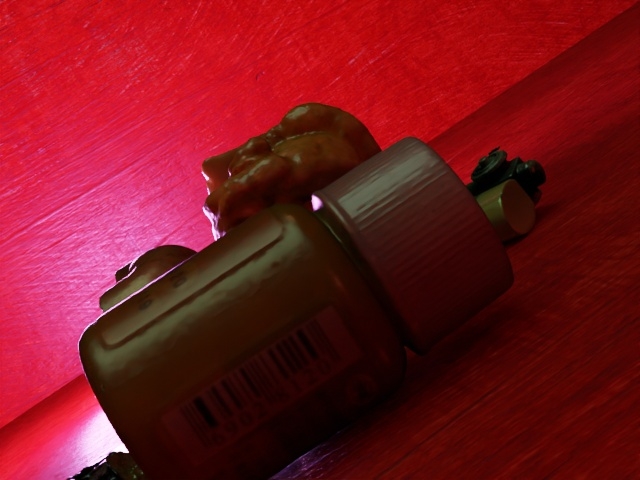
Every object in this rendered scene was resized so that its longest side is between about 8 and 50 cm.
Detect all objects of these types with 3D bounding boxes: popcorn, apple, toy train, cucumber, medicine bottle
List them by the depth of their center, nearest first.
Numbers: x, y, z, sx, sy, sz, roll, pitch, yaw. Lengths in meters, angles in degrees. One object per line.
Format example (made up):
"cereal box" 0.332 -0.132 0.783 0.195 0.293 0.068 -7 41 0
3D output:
"medicine bottle" -0.020 0.077 0.944 0.384 0.224 0.224 -34 6 -4
"cucumber" -0.335 0.346 1.159 0.303 0.072 0.081 -32 8 14
"toy train" 0.190 -0.021 1.311 0.253 0.105 0.157 -27 22 41
"apple" -0.184 0.126 1.386 0.163 0.251 0.293 -28 12 2
"popcorn" -0.041 -0.029 1.455 0.281 0.297 0.316 9 44 28

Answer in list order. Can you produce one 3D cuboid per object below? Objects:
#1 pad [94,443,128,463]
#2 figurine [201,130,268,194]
"pad" -0.275 0.311 1.453 0.156 0.004 0.232 -35 6 -15
"figurine" 0.000 0.000 1.703 0.266 0.361 0.377 -37 40 -10
